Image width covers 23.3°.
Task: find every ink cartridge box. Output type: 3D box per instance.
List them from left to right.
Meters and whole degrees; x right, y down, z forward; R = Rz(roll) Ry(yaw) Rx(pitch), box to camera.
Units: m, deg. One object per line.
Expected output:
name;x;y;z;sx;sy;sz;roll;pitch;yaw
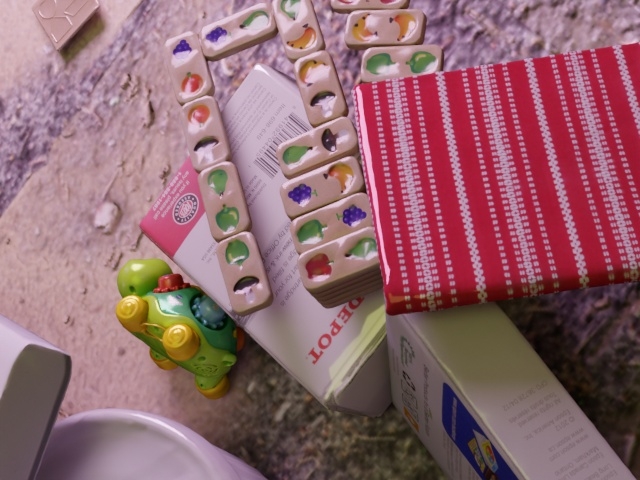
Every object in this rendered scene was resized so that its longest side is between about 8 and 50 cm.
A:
ink cartridge box;0.000;0.000;1.124;0.218;0.092;0.159;42;99;30
ink cartridge box;0.162;0.191;0.945;0.069;0.176;0.371;-28;63;-11

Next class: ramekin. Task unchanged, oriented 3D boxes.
ramekin;-0.125;0.261;1.120;0.272;0.127;0.273;-6;78;28

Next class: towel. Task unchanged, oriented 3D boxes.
towel;0.165;-0.045;0.974;0.274;0.031;0.199;-8;47;1

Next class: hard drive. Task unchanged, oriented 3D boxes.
hard drive;-0.302;0.157;1.188;0.353;0.047;0.233;16;86;61

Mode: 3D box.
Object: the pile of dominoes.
pile of dominoes;-0.001;-0.080;1.068;0.196;0.040;0.251;-22;63;9

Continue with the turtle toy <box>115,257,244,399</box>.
turtle toy;-0.110;0.059;1.181;0.130;0.095;0.066;29;73;29

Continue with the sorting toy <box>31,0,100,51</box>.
sorting toy;-0.208;-0.208;1.327;0.083;0.012;0.062;-43;58;18
